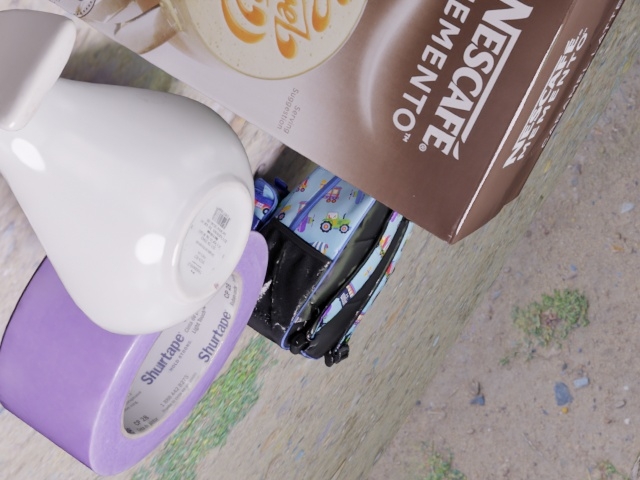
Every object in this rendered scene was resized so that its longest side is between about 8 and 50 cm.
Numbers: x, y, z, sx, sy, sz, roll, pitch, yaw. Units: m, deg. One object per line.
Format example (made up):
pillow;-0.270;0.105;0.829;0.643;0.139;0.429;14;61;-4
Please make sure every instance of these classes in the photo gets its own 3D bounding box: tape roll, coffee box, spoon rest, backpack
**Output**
tape roll;-0.121;0.055;0.906;0.189;0.080;0.189;-52;163;-23
coffee box;0.001;-0.127;0.612;0.098;0.247;0.141;-29;147;-61
spoon rest;-0.109;-0.037;0.708;0.137;0.084;0.276;-61;156;-12
backpack;0.000;0.000;1.099;0.173;0.117;0.158;-57;164;-1
